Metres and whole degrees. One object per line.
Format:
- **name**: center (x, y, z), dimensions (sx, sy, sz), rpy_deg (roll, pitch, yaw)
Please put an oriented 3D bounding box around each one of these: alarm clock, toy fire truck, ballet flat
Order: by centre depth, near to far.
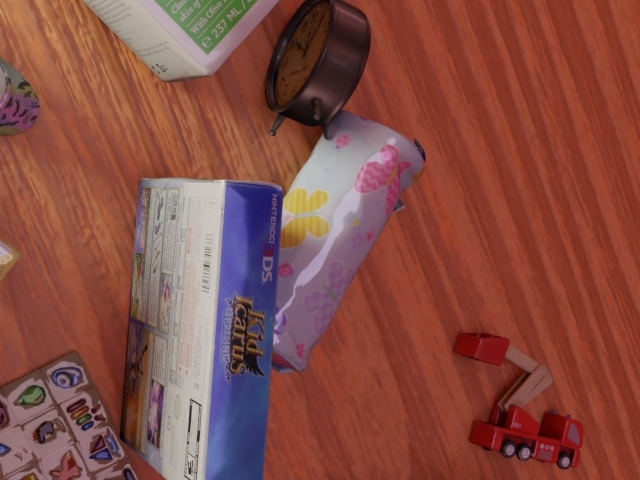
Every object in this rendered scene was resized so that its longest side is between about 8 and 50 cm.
- **ballet flat**: center (-0.344, -0.165, 0.911), dimensions (0.221, 0.079, 0.077), rpy_deg (37, 75, -23)
- **alarm clock**: center (0.004, -0.199, 1.050), dimensions (0.064, 0.129, 0.192), rpy_deg (18, 79, -26)
- **toy fire truck**: center (0.238, 0.191, 1.232), dimensions (0.192, 0.047, 0.135), rpy_deg (16, 85, -26)

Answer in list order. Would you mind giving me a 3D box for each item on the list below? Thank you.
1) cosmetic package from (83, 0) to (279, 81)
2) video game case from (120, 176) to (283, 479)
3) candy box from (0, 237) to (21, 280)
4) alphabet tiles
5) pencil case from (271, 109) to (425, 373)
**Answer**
- **cosmetic package**: center (-0.189, -0.338, 0.934), dimensions (0.365, 0.155, 0.197), rpy_deg (44, 78, -23)
- **video game case**: center (-0.115, 0.079, 0.946), dimensions (0.061, 0.244, 0.270), rpy_deg (4, 92, -27)
- **candy box**: center (-0.348, 0.067, 0.908), dimensions (0.053, 0.109, 0.187), rpy_deg (40, 76, -23)
- **alphabet tiles**: center (-0.272, 0.256, 0.992), dimensions (0.198, 0.009, 0.237), rpy_deg (-27, 96, -21)
- **pencil case**: center (0.000, 0.000, 1.070), dimensions (0.273, 0.113, 0.124), rpy_deg (-58, 151, -12)
